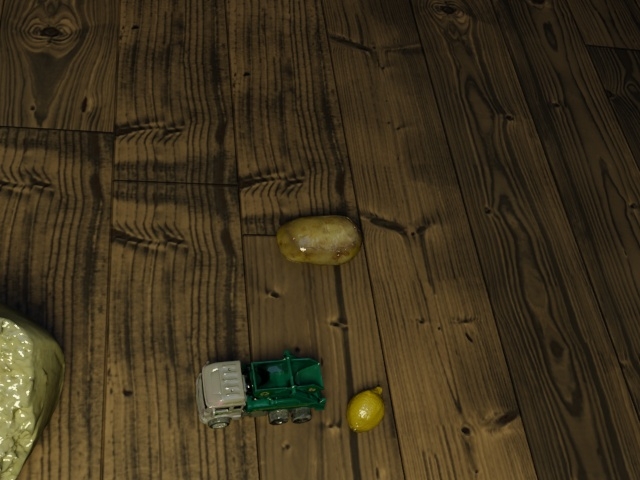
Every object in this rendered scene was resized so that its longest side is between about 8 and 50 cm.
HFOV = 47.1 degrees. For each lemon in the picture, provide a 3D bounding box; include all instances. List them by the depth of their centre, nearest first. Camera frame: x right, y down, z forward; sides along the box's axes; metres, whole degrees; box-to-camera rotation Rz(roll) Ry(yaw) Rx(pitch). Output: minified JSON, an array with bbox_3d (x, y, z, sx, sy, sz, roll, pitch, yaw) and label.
[{"bbox_3d":[0.079,0.291,1.271,0.065,0.065,0.092,32,64,6],"label":"lemon"}]

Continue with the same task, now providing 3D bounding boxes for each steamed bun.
[{"bbox_3d":[-0.507,0.175,1.039,0.290,0.272,0.273,28,24,-4],"label":"steamed bun"}]

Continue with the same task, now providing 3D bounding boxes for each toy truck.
[{"bbox_3d":[-0.095,0.240,1.224,0.215,0.116,0.110,-2,58,-16],"label":"toy truck"}]

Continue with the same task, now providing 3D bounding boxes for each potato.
[{"bbox_3d":[0.000,0.000,1.432,0.170,0.080,0.107,-4,51,-21],"label":"potato"}]
